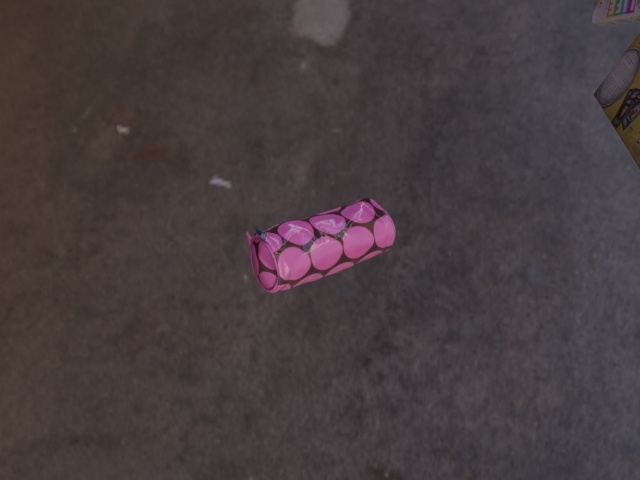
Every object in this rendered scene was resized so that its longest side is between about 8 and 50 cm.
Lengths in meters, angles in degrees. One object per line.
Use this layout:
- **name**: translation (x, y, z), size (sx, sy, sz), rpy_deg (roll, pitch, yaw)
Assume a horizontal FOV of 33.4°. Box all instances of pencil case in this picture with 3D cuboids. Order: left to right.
- **pencil case**: translation (0.000, 0.000, 1.550), size (0.209, 0.095, 0.098), rpy_deg (-16, 45, -27)

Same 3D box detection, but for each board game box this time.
- **board game box**: translation (0.362, -0.302, 1.214), size (0.026, 0.104, 0.154), rpy_deg (7, 5, -13)
- **board game box**: translation (0.398, -0.174, 1.194), size (0.042, 0.165, 0.243), rpy_deg (26, 27, -15)
